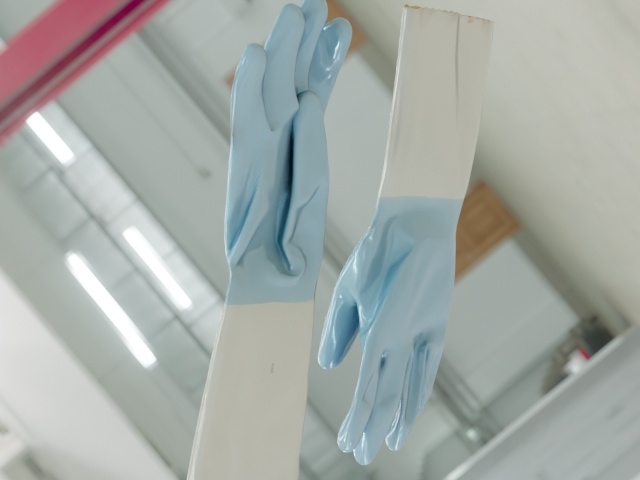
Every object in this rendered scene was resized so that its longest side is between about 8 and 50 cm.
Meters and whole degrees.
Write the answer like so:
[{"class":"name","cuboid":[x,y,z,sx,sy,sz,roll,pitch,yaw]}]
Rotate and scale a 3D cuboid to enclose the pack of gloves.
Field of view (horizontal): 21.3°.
[{"class":"pack of gloves","cuboid":[0.000,0.000,0.805,0.046,0.232,0.195,13,-172,36]}]
